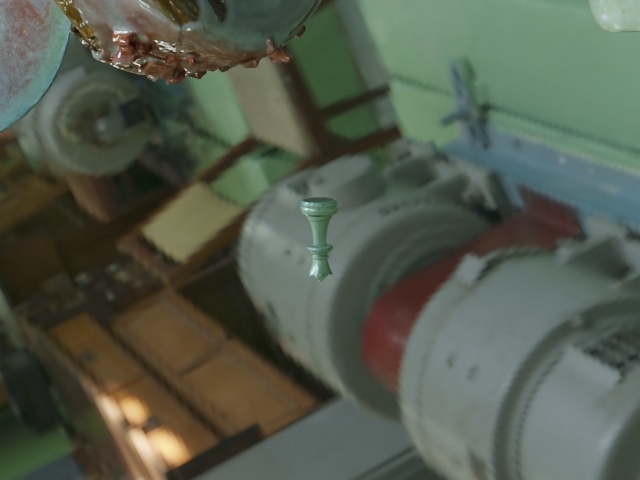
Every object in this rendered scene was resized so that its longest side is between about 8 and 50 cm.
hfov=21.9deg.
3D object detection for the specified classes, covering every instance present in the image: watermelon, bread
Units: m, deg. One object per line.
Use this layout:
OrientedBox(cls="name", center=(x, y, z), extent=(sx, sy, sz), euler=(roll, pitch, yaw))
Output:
OrientedBox(cls="watermelon", center=(-0.350, -0.253, 1.670), extent=(0.175, 0.188, 0.322), euler=(159, 90, -78))
OrientedBox(cls="bread", center=(-0.059, -0.147, 0.709), extent=(0.073, 0.160, 0.160), euler=(-6, 115, 34))

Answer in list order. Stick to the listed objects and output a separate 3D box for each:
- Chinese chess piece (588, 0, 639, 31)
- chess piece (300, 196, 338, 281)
OrientedBox(cls="Chinese chess piece", center=(0.297, -0.213, 1.386), extent=(0.144, 0.144, 0.059), euler=(-156, 55, -65))
OrientedBox(cls="chess piece", center=(0.000, 0.000, 1.833), extent=(0.042, 0.042, 0.093), euler=(-158, 64, -66))
